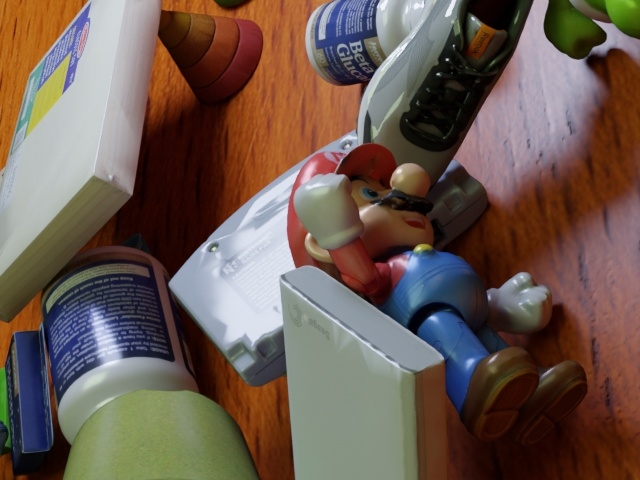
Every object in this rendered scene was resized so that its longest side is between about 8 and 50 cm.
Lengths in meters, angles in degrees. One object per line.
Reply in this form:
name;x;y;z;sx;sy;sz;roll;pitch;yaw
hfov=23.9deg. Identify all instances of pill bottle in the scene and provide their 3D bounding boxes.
pill bottle;0.072;-0.219;1.592;0.169;0.094;0.094;-5;63;47
pill bottle;-0.214;0.144;1.633;0.153;0.153;0.265;-43;40;21

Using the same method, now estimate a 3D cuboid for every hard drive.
hard drive;0.038;0.197;1.254;0.203;0.040;0.308;34;135;52

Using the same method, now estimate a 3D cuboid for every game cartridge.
game cartridge;0.000;0.000;1.492;0.294;0.060;0.196;-37;43;-7

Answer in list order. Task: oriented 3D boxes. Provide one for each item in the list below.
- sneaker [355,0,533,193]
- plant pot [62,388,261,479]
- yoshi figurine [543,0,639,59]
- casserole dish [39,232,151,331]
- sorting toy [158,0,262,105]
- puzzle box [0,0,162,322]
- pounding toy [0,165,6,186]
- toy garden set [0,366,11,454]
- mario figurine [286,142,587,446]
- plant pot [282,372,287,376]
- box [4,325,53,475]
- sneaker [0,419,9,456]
sneaker;0.115;-0.155;1.384;0.272;0.100;0.108;-65;18;7
plant pot;-0.145;0.277;1.402;0.276;0.276;0.254;-48;23;16
yoshi figurine;0.287;-0.259;1.359;0.203;0.204;0.362;-8;33;-1
casserole dish;-0.266;0.064;1.814;0.188;0.037;0.114;-33;25;32
sorting toy;-0.139;-0.355;1.892;0.127;0.126;0.366;-15;57;43
puzzle box;-0.286;-0.132;1.761;0.272;0.052;0.409;-42;32;37
pounding toy;-0.314;-0.063;1.919;0.181;0.094;0.206;-43;35;16
toy garden set;-0.463;0.296;1.901;0.244;0.049;0.204;-24;56;30
mario figurine;0.095;0.017;1.280;0.170;0.198;0.320;-34;56;-14
plant pot;-0.036;0.083;1.544;0.083;0.083;0.079;-42;28;22
box;-0.334;0.184;1.720;0.225;0.036;0.136;133;132;-67
sneaker;-0.399;0.347;1.753;0.122;0.110;0.283;17;91;18
